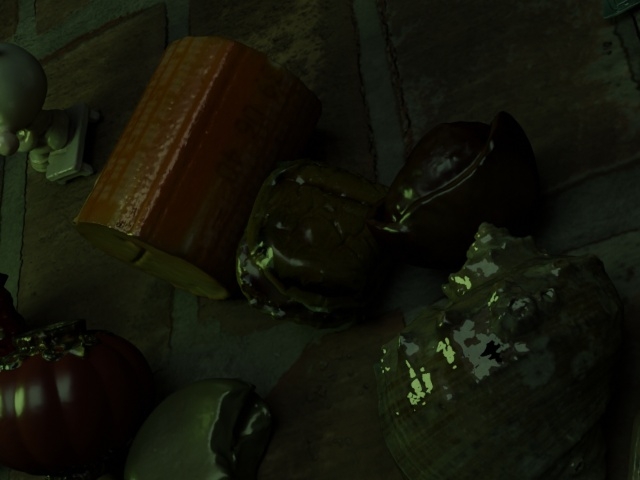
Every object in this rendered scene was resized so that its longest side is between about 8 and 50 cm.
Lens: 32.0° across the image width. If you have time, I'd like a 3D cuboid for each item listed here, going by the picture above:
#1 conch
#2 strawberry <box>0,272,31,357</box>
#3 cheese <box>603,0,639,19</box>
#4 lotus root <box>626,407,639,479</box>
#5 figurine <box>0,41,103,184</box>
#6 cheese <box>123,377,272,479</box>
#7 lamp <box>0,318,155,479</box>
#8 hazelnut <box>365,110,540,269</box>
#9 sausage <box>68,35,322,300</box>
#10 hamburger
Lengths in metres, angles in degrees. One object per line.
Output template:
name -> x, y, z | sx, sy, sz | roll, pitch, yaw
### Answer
conch -> 0.160, 0.150, 1.119 | 0.297, 0.210, 0.352 | -25, 48, 39
strawberry -> -0.514, 0.187, 1.561 | 0.261, 0.257, 0.261 | -2, 48, 2
cheese -> 0.361, -0.325, 1.381 | 0.067, 0.026, 0.120 | -27, 51, 19
lotus root -> 0.351, 0.205, 1.029 | 0.159, 0.095, 0.135 | 125, 158, -54
figurine -> -0.455, -0.203, 1.711 | 0.145, 0.256, 0.182 | 5, 64, 34
cheese -> -0.143, 0.253, 1.328 | 0.175, 0.091, 0.202 | 22, 77, 39
lamp -> -0.315, 0.208, 1.396 | 0.227, 0.227, 0.227 | -17, 55, 25
hazelnut -> 0.147, -0.052, 1.258 | 0.202, 0.170, 0.160 | -19, 81, 2
sausage -> -0.155, -0.093, 1.459 | 0.233, 0.233, 0.287 | 14, 72, 39
hamburger -> 0.000, 0.000, 1.334 | 0.183, 0.130, 0.206 | 21, 70, 0
